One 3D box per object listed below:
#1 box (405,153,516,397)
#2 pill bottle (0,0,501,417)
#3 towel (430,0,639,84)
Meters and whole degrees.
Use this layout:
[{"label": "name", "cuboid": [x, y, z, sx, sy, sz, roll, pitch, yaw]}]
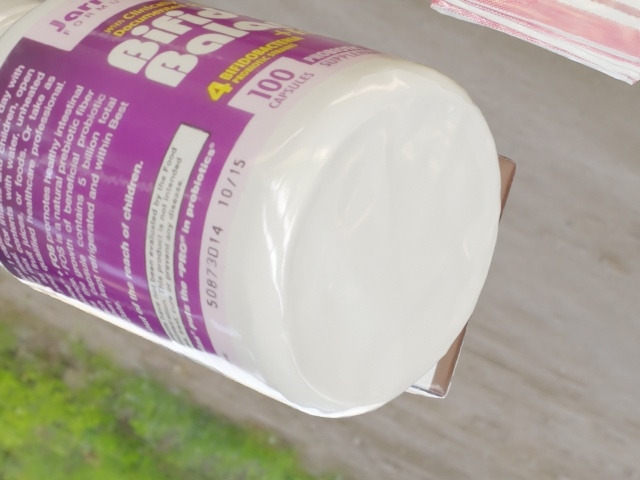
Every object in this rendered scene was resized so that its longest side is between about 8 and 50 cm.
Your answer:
[{"label": "box", "cuboid": [0.000, 0.000, 1.167, 0.167, 0.168, 0.203, 21, 171, -19]}, {"label": "pill bottle", "cuboid": [-0.074, -0.036, 0.843, 0.301, 0.169, 0.169, 20, 162, 39]}, {"label": "towel", "cuboid": [0.160, -0.208, 1.031, 0.144, 0.197, 0.029, 19, 171, -7]}]
